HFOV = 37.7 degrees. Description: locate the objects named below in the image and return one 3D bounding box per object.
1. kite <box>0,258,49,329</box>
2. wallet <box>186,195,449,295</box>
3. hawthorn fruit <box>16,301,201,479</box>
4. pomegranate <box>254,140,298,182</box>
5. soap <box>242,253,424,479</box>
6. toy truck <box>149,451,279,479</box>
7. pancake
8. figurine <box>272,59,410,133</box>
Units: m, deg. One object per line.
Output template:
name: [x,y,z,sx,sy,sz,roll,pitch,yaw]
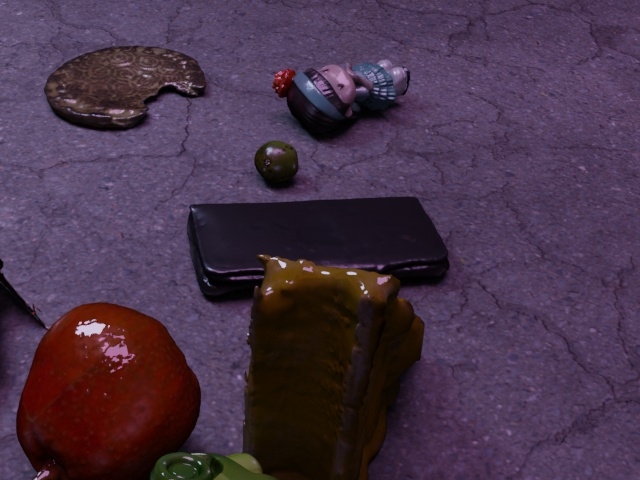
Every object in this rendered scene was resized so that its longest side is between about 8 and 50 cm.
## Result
kite: [-0.403,0.041,1.180,0.006,0.244,0.198,-42,99,-20]
wallet: [0.000,0.000,1.373,0.377,0.051,0.197,-4,36,-13]
hawthorn fruit: [-0.240,0.187,1.000,0.196,0.197,0.225,22,50,20]
pomegranate: [-0.072,-0.127,1.520,0.073,0.073,0.084,-1,2,-8]
soap: [0.035,0.078,1.042,0.169,0.339,0.304,15,40,10]
toy truck: [-0.079,0.285,0.935,0.187,0.148,0.210,21,20,25]
pancake: [-0.352,-0.285,1.713,0.286,0.033,0.288,4,38,-5]
figurine: [0.042,-0.270,1.684,0.245,0.110,0.138,-20,42,-36]
